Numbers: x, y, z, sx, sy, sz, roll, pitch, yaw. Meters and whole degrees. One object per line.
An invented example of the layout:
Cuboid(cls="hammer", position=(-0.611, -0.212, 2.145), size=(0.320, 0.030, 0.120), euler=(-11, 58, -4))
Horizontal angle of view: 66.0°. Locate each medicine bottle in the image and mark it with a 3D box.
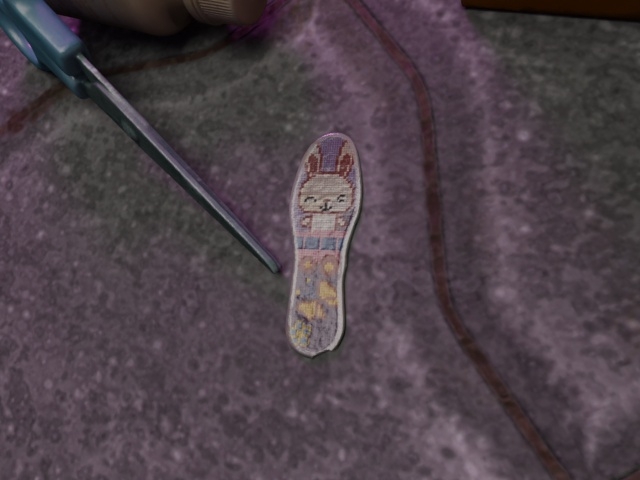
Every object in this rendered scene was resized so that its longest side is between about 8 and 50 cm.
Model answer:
Cuboid(cls="medicine bottle", position=(-0.171, -0.256, 0.465), size=(0.252, 0.114, 0.114), euler=(19, 85, 18))

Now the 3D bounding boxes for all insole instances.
Cuboid(cls="insole", position=(0.000, 0.000, 0.420), size=(0.065, 0.004, 0.197), euler=(3, 79, 17))

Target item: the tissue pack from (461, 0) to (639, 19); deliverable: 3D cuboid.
Cuboid(cls="tissue pack", position=(0.239, -0.257, 0.305), size=(0.275, 0.194, 0.145), euler=(13, 83, 17))

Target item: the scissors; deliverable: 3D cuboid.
Cuboid(cls="scissors", position=(-0.194, -0.129, 0.444), size=(0.447, 0.192, 0.029), euler=(45, 71, 7))
